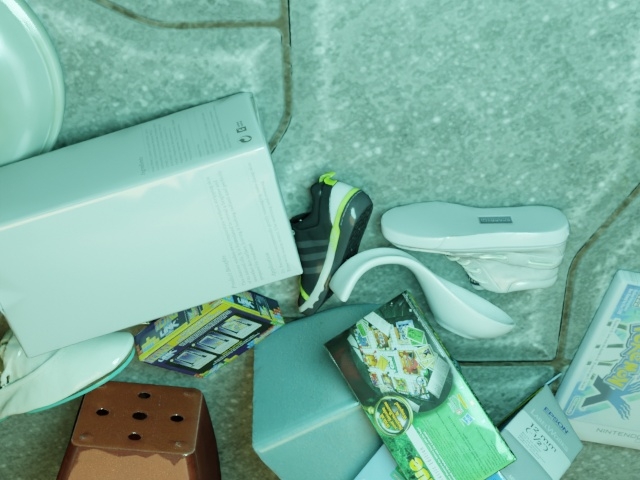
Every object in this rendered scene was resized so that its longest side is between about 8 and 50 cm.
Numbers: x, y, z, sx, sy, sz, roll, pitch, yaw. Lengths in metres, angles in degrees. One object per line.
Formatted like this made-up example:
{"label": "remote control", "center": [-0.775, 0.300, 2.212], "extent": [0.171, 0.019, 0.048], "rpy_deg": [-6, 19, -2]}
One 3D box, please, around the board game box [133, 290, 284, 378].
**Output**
{"label": "board game box", "center": [-0.162, 0.130, 1.683], "extent": [0.170, 0.048, 0.141], "rpy_deg": [-35, 144, 24]}

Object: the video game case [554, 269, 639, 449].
{"label": "video game case", "center": [0.536, 0.202, 1.769], "extent": [0.300, 0.036, 0.329], "rpy_deg": [10, 127, -7]}

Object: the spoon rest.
{"label": "spoon rest", "center": [0.152, 0.072, 1.599], "extent": [0.276, 0.137, 0.084], "rpy_deg": [15, 105, -25]}

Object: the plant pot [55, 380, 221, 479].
{"label": "plant pot", "center": [-0.282, 0.365, 1.780], "extent": [0.267, 0.267, 0.235], "rpy_deg": [6, 115, -4]}

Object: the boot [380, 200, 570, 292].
{"label": "boot", "center": [0.210, 0.020, 1.597], "extent": [0.258, 0.095, 0.123], "rpy_deg": [2, 126, 1]}

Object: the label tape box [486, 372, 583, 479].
{"label": "label tape box", "center": [0.254, 0.355, 1.698], "extent": [0.115, 0.348, 0.249], "rpy_deg": [48, 120, 12]}

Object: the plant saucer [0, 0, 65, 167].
{"label": "plant saucer", "center": [-0.528, -0.181, 1.450], "extent": [0.400, 0.100, 0.400], "rpy_deg": [0, 128, 0]}

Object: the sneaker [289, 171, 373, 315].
{"label": "sneaker", "center": [0.000, 0.000, 1.613], "extent": [0.097, 0.084, 0.234], "rpy_deg": [32, 128, 13]}

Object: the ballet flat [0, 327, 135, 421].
{"label": "ballet flat", "center": [-0.456, 0.194, 1.708], "extent": [0.400, 0.139, 0.139], "rpy_deg": [-24, 124, 29]}

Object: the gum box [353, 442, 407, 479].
{"label": "gum box", "center": [0.106, 0.373, 1.554], "extent": [0.157, 0.041, 0.184], "rpy_deg": [43, 115, 16]}

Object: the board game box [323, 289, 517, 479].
{"label": "board game box", "center": [0.127, 0.209, 1.501], "extent": [0.136, 0.030, 0.259], "rpy_deg": [-33, 77, 5]}

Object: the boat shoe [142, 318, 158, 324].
{"label": "boat shoe", "center": [-0.313, 0.094, 1.674], "extent": [0.207, 0.073, 0.073], "rpy_deg": [3, 126, -2]}

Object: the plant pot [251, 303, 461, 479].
{"label": "plant pot", "center": [0.073, 0.237, 1.674], "extent": [0.252, 0.247, 0.248], "rpy_deg": [-28, 122, 18]}

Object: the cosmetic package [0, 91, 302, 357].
{"label": "cosmetic package", "center": [-0.237, -0.020, 1.490], "extent": [0.385, 0.156, 0.217], "rpy_deg": [-15, 126, -2]}
